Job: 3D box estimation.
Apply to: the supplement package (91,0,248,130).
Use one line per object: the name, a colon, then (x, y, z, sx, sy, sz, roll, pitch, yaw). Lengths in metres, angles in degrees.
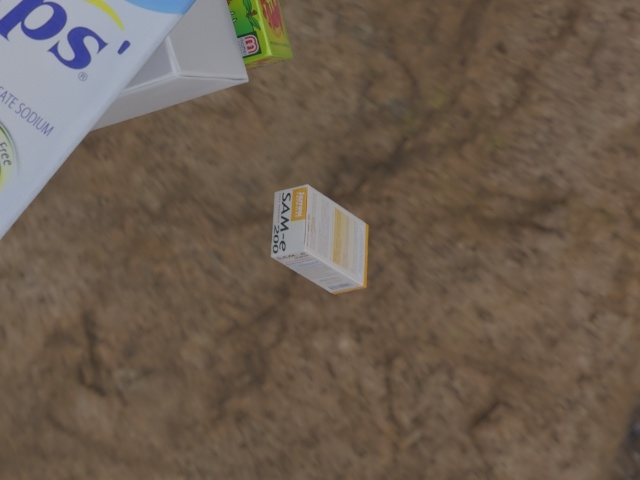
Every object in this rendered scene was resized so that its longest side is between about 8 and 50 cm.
supplement package: (-0.198, -0.240, 1.554, 0.178, 0.175, 0.292, -16, 89, 16)

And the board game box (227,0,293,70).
board game box: (-0.074, -0.239, 1.690, 0.043, 0.092, 0.181, -15, 91, 11)

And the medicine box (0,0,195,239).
medicine box: (-0.255, -0.163, 1.332, 0.263, 0.149, 0.289, 38, 108, -10)

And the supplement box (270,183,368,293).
supplement box: (0.000, 0.000, 1.691, 0.098, 0.036, 0.062, 33, 53, -49)
